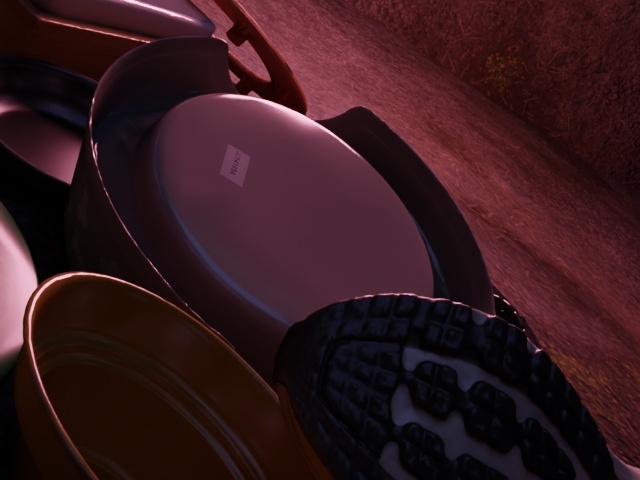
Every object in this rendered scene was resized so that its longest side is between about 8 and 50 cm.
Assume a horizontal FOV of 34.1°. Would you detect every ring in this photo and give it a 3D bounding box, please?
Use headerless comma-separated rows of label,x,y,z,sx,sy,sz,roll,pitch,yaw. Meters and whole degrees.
ring,-0.142,-0.268,1.272,0.336,0.032,0.336,45,-7,7

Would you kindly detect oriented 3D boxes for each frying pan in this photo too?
frying pan,-0.176,-0.097,0.929,0.197,0.053,0.326,41,25,14

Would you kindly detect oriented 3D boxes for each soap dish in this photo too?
soap dish,-0.266,-0.247,1.059,0.229,0.118,0.291,44,20,19

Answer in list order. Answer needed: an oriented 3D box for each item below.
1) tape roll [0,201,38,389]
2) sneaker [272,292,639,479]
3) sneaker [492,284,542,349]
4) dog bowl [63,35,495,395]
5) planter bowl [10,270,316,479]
tape roll,-0.299,-0.005,0.505,0.321,0.077,0.321,32,20,-13
sneaker,0.099,0.179,0.658,0.410,0.182,0.158,39,54,-29
sneaker,0.172,0.098,1.060,0.130,0.109,0.286,32,21,-35
dog bowl,-0.034,0.002,0.796,0.349,0.102,0.348,26,37,-22
planter bowl,-0.088,0.125,0.533,0.217,0.090,0.217,42,15,-13
